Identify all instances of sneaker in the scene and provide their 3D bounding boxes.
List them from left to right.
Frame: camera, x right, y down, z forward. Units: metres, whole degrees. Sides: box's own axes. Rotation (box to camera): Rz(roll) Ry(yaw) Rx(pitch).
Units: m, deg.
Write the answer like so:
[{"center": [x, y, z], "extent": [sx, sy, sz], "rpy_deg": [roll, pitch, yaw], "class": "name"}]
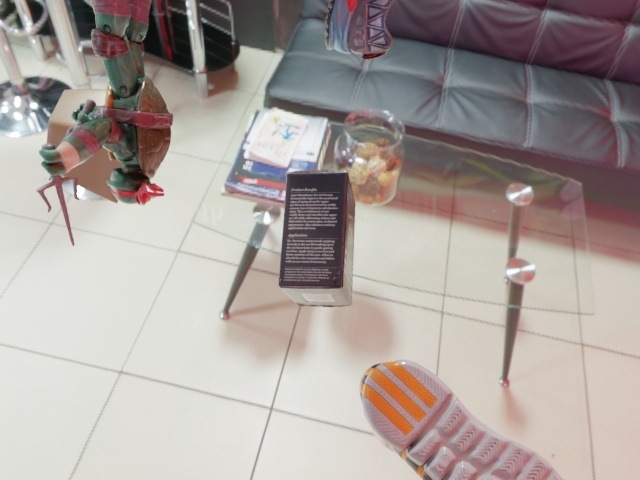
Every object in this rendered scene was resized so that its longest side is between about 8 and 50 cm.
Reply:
[{"center": [0.091, -0.392, 0.803], "extent": [0.125, 0.262, 0.104], "rpy_deg": [15, 22, -5], "class": "sneaker"}, {"center": [0.176, 0.273, 0.702], "extent": [0.124, 0.180, 0.321], "rpy_deg": [-40, 79, -9], "class": "sneaker"}]

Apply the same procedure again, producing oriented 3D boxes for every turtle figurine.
[{"center": [-0.200, -0.121, 0.540], "extent": [0.118, 0.234, 0.175], "rpy_deg": [1, 15, -21], "class": "turtle figurine"}]

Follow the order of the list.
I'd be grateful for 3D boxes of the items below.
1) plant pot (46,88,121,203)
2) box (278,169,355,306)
[{"center": [-0.291, -0.131, 0.724], "extent": [0.096, 0.109, 0.109], "rpy_deg": [14, 44, -18], "class": "plant pot"}, {"center": [0.000, 0.000, 0.990], "extent": [0.108, 0.153, 0.207], "rpy_deg": [0, 72, 9], "class": "box"}]
